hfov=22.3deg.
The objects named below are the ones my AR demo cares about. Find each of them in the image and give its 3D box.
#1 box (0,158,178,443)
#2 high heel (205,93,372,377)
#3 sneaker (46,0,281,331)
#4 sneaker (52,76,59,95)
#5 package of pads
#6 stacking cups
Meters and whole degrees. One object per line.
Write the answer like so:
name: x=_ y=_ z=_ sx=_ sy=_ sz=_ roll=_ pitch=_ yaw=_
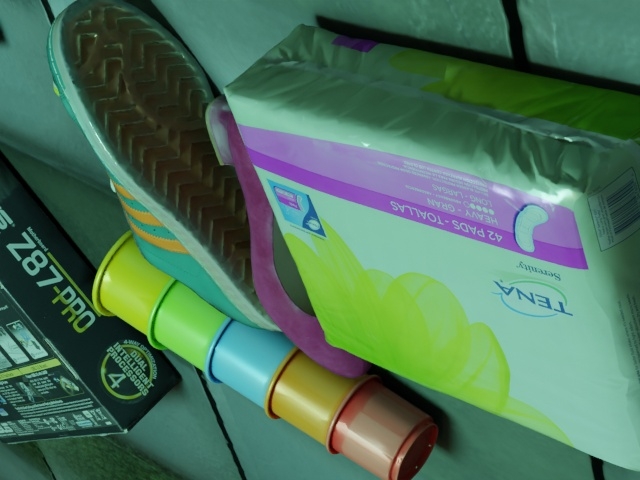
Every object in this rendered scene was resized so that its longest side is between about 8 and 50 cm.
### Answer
box: x=-0.352 y=0.073 z=1.755 sx=0.318 sy=0.097 sz=0.395 roll=51 pitch=153 yaw=-12
high heel: x=0.000 y=0.000 z=1.160 sx=0.117 sy=0.082 sz=0.244 roll=13 pitch=126 yaw=61
sneaker: x=-0.120 y=-0.047 z=1.236 sx=0.121 sy=0.108 sz=0.302 roll=-8 pitch=122 yaw=55
sneaker: x=-0.194 y=-0.127 z=1.319 sx=0.083 sy=0.031 sz=0.035 roll=24 pitch=145 yaw=38
package of pads: x=0.095 y=0.003 z=0.998 sx=0.296 sy=0.101 sz=0.229 roll=19 pitch=142 yaw=43
stacking cups: x=-0.043 y=0.098 z=1.360 sx=0.316 sy=0.096 sz=0.096 roll=31 pitch=150 yaw=21
